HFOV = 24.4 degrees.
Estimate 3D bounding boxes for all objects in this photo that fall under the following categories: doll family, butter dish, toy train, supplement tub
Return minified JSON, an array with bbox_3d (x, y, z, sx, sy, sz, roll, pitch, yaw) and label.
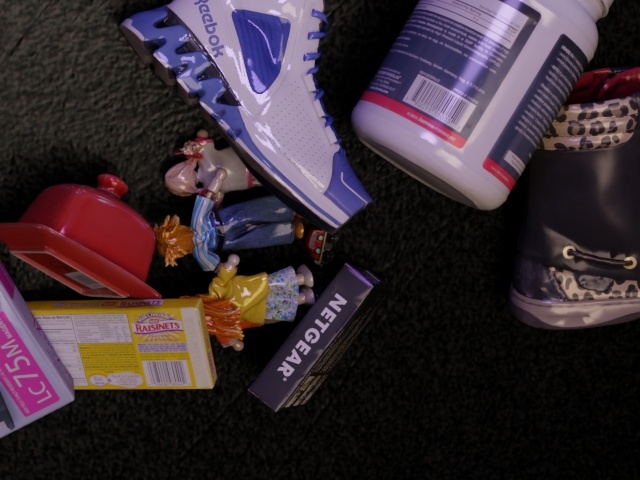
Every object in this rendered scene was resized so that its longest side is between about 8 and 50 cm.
[{"bbox_3d":[-0.097,0.015,1.605,0.163,0.118,0.263,-12,110,-17],"label":"doll family"},{"bbox_3d":[-0.239,-0.015,1.547,0.160,0.160,0.118,34,71,-29],"label":"butter dish"},{"bbox_3d":[0.000,0.000,1.686,0.036,0.027,0.158,10,106,-11],"label":"toy train"},{"bbox_3d":[0.174,-0.187,1.576,0.191,0.191,0.272,32,88,-26],"label":"supplement tub"}]

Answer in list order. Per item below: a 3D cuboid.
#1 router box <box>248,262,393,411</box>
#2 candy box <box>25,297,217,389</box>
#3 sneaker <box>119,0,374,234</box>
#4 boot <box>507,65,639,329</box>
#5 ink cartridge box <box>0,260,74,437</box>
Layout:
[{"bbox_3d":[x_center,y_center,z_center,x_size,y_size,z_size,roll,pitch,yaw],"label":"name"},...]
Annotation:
[{"bbox_3d":[0.003,0.110,1.669,0.046,0.133,0.179,38,94,12],"label":"router box"},{"bbox_3d":[-0.220,0.113,1.594,0.206,0.027,0.105,-1,117,12],"label":"candy box"},{"bbox_3d":[-0.036,-0.168,1.527,0.182,0.127,0.315,-45,93,-6],"label":"sneaker"},{"bbox_3d":[0.396,-0.061,1.744,0.377,0.138,0.284,-10,112,-10],"label":"boot"},{"bbox_3d":[-0.438,0.157,1.551,0.311,0.065,0.185,-26,114,3],"label":"ink cartridge box"}]
